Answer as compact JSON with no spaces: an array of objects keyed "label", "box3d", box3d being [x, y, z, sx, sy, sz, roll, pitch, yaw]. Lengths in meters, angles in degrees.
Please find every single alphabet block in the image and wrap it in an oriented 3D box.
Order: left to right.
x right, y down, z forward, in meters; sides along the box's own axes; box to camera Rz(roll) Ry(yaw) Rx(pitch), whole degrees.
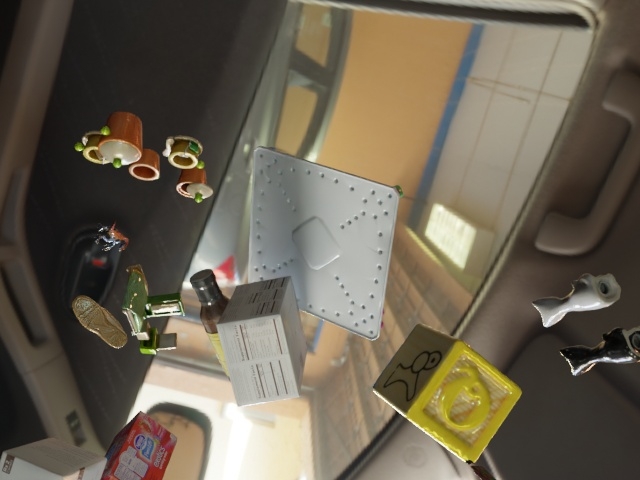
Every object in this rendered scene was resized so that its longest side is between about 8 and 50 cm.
[{"label":"alphabet block","box3d":[0.257,0.311,1.488,0.192,0.193,0.197,-54,-165,-5]}]

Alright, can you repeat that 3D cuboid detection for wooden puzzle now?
[{"label":"wooden puzzle","box3d":[0.300,0.428,1.300,0.083,0.049,0.006,40,-80,40]}]

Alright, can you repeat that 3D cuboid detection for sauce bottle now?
[{"label":"sauce bottle","box3d":[-0.265,0.239,1.996,0.111,0.111,0.344,-84,157,-66]}]

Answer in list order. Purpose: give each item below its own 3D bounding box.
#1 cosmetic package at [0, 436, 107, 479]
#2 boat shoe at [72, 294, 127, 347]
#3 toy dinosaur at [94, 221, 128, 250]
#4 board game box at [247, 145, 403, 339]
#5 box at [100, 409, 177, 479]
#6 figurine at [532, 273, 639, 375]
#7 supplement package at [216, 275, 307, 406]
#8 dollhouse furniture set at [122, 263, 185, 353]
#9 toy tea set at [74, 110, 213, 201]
[{"label":"cosmetic package","box3d":[-0.584,0.528,1.528,0.183,0.151,0.151,21,85,-77]},{"label":"boat shoe","box3d":[-0.556,0.201,1.798,0.063,0.170,0.059,-40,-160,-7]},{"label":"toy dinosaur","box3d":[-0.389,-0.003,1.361,0.082,0.090,0.047,16,74,-51]},{"label":"board game box","box3d":[0.000,0.000,1.707,0.050,0.390,0.390,-30,133,-51]},{"label":"box","box3d":[-0.460,0.556,1.747,0.122,0.128,0.257,-45,-167,17]},{"label":"figurine","box3d":[0.597,0.193,1.614,0.215,0.092,0.209,61,-36,8]},{"label":"supplement package","box3d":[-0.127,0.227,1.658,0.262,0.145,0.204,-77,156,-74]},{"label":"dollhouse furniture set","box3d":[-0.571,0.235,2.476,0.301,0.151,0.197,88,-4,-51]},{"label":"toy tea set","box3d":[-0.393,-0.171,1.667,0.200,0.336,0.124,-34,-134,48]}]
